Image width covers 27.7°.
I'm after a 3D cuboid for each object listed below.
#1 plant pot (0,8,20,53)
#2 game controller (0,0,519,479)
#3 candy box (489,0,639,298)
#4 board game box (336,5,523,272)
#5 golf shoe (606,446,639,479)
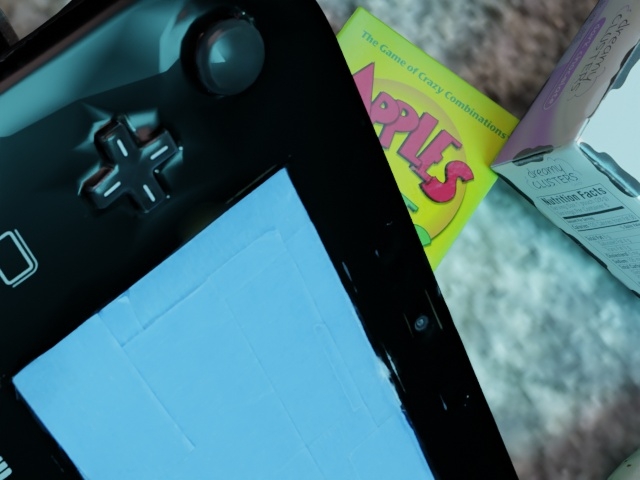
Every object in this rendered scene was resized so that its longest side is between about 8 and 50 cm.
[{"bbox_3d":[-0.189,0.010,0.433,0.167,0.188,0.187,32,70,29],"label":"plant pot"},{"bbox_3d":[-0.025,0.066,0.425,0.166,0.067,0.319,-45,130,-24],"label":"game controller"},{"bbox_3d":[0.198,-0.039,0.561,0.196,0.070,0.165,39,72,-14],"label":"candy box"},{"bbox_3d":[0.000,0.000,0.549,0.092,0.043,0.181,35,73,0],"label":"board game box"},{"bbox_3d":[0.222,0.198,0.509,0.140,0.115,0.306,-35,87,-22],"label":"golf shoe"}]
